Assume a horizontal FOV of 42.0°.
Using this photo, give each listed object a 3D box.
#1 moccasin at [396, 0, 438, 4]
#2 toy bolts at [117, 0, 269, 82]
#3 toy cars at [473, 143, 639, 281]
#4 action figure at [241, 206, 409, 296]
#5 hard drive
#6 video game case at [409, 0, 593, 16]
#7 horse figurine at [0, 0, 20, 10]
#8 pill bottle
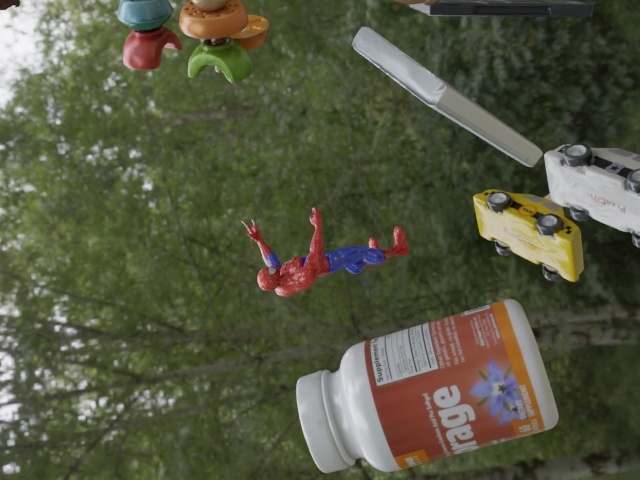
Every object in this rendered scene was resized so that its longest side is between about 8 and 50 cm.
[{"bbox_3d":[0.134,-0.221,0.353,0.380,0.147,0.139,138,138,-55],"label":"moccasin"},{"bbox_3d":[-0.200,-0.364,1.298,0.218,0.229,0.158,-62,-25,-49],"label":"toy bolts"},{"bbox_3d":[0.345,-0.045,1.117,0.176,0.087,0.394,54,160,1],"label":"toy cars"},{"bbox_3d":[0.000,0.000,1.233,0.280,0.091,0.139,-19,-97,-46],"label":"action figure"},{"bbox_3d":[0.235,-0.252,1.501,0.353,0.047,0.233,19,-159,-49],"label":"hard drive"},{"bbox_3d":[0.306,-0.410,1.456,0.196,0.274,0.026,-102,11,-70],"label":"video game case"},{"bbox_3d":[-0.593,-0.495,1.415,0.174,0.066,0.263,-60,-39,-37],"label":"horse figurine"},{"bbox_3d":[0.094,0.139,0.758,0.121,0.216,0.121,-18,-90,-81],"label":"pill bottle"}]
